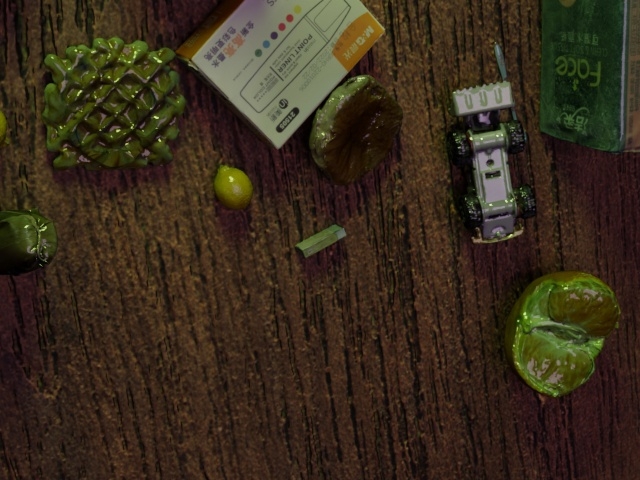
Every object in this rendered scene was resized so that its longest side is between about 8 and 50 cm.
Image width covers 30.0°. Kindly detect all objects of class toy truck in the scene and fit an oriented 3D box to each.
[{"bbox_3d":[0.290,-0.135,2.082,0.136,0.111,0.286,-11,105,-5],"label":"toy truck"}]

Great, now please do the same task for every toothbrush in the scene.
[{"bbox_3d":[0.336,-0.263,2.123,0.013,0.019,0.193,-26,110,-16],"label":"toothbrush"}]

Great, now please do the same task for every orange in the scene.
[{"bbox_3d":[0.431,0.161,2.192,0.179,0.158,0.237,20,97,-21],"label":"orange"}]

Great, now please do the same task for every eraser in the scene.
[{"bbox_3d":[0.000,0.000,2.023,0.083,0.038,0.019,-28,110,-15],"label":"eraser"}]

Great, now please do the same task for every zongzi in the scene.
[{"bbox_3d":[-0.484,0.011,1.714,0.204,0.205,0.094,-10,96,-19],"label":"zongzi"}]

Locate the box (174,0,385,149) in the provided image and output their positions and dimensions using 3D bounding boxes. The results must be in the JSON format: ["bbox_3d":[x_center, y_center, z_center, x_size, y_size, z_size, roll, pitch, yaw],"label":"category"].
[{"bbox_3d":[-0.062,-0.315,1.886,0.220,0.091,0.274,42,84,-28],"label":"box"}]

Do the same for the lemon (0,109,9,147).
[{"bbox_3d":[-0.499,-0.168,1.729,0.110,0.082,0.082,31,89,-31],"label":"lemon"}]

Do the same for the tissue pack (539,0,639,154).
[{"bbox_3d":[0.478,-0.322,2.054,0.103,0.228,0.316,-9,107,-23],"label":"tissue pack"}]

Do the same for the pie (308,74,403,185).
[{"bbox_3d":[0.056,-0.175,1.962,0.195,0.046,0.195,-27,135,-30],"label":"pie"}]

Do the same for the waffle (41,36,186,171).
[{"bbox_3d":[-0.312,-0.206,1.820,0.223,0.054,0.204,-5,104,-23],"label":"waffle"}]

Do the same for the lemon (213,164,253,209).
[{"bbox_3d":[-0.141,-0.086,1.923,0.062,0.062,0.083,-31,109,-15],"label":"lemon"}]
